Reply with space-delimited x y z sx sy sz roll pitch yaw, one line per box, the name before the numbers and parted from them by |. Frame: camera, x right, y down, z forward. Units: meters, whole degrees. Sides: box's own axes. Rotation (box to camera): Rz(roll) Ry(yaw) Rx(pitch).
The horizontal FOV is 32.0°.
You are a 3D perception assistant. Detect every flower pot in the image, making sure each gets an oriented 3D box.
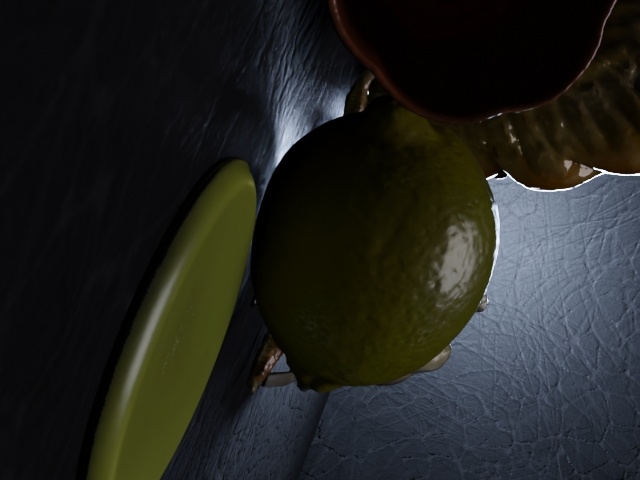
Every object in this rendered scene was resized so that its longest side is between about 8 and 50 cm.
flower pot | 0.096 -0.187 0.773 0.173 0.191 0.190 -93 -159 -74

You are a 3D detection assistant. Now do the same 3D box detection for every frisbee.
frisbee | -0.084 0.063 0.661 0.236 0.017 0.236 20 90 -84

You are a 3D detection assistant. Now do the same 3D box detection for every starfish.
starfish | 0.004 0.002 1.069 0.299 0.060 0.302 107 7 -53

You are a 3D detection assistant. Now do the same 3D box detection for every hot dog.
hot dog | 0.233 -0.186 1.181 0.365 0.367 0.196 -58 138 -47

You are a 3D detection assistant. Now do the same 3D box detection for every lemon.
lemon | 0.038 0.011 0.821 0.184 0.184 0.248 -60 168 -60

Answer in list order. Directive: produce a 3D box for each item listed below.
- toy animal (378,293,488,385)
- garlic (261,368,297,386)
toy animal | 0.066 0.065 1.139 0.169 0.121 0.233 -38 -166 -15
garlic | 0.002 0.124 1.292 0.194 0.127 0.131 -34 133 -33
